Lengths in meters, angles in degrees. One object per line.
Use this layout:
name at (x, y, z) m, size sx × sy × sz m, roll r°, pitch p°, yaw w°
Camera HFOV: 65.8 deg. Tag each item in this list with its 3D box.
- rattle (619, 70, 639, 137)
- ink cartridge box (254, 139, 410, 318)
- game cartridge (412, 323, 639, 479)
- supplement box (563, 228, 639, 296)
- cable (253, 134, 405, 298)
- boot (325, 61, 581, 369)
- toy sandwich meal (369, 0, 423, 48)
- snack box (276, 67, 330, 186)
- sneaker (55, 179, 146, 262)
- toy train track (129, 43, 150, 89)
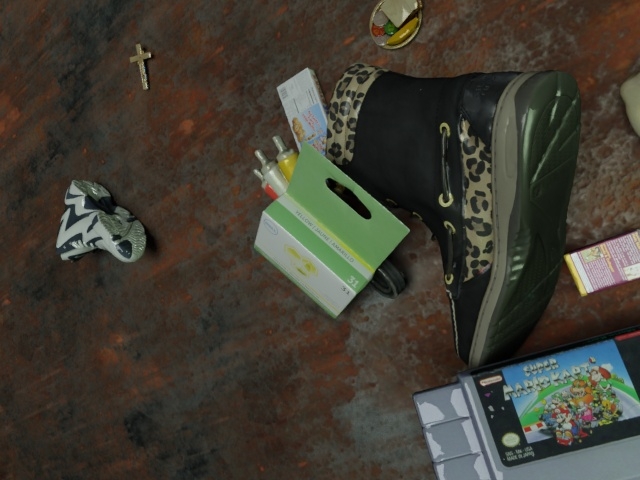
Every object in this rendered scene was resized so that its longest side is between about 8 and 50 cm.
rattle at (0.434, -0.135, 0.528) m, size 0.199 × 0.143 × 0.130 m, roll 46°, pitch 146°, yaw 2°
ink cartridge box at (0.000, 0.000, 0.663) m, size 0.171 × 0.056 × 0.235 m, roll 41°, pitch 153°, yaw 7°
game cartridge at (0.298, 0.222, 0.519) m, size 0.355 × 0.068 × 0.230 m, roll -18°, pitch 78°, yaw 7°
supplement box at (0.338, 0.026, 0.581) m, size 0.083 × 0.043 × 0.054 m, roll -24°, pitch 81°, yaw 28°
cable at (0.000, -0.017, 0.733) m, size 0.287 × 0.072 × 0.139 m, roll 55°, pitch 151°, yaw 4°
boot at (0.142, -0.035, 0.621) m, size 0.284 × 0.138 × 0.377 m, roll 30°, pitch 140°, yaw 43°
toy sandwich meal at (0.104, -0.312, 0.693) m, size 0.086 × 0.029 × 0.085 m, roll 2°, pitch 94°, yaw 28°
snack box at (-0.011, -0.172, 0.768) m, size 0.064 × 0.022 × 0.178 m, roll -23°, pitch 82°, yaw 29°
sneaker at (-0.439, 0.003, 0.970) m, size 0.235 × 0.094 × 0.153 m, roll 39°, pitch 111°, yaw 21°
toy train track at (-0.335, -0.328, 0.938) m, size 0.048 × 0.014 × 0.083 m, roll -5°, pitch 97°, yaw 21°
